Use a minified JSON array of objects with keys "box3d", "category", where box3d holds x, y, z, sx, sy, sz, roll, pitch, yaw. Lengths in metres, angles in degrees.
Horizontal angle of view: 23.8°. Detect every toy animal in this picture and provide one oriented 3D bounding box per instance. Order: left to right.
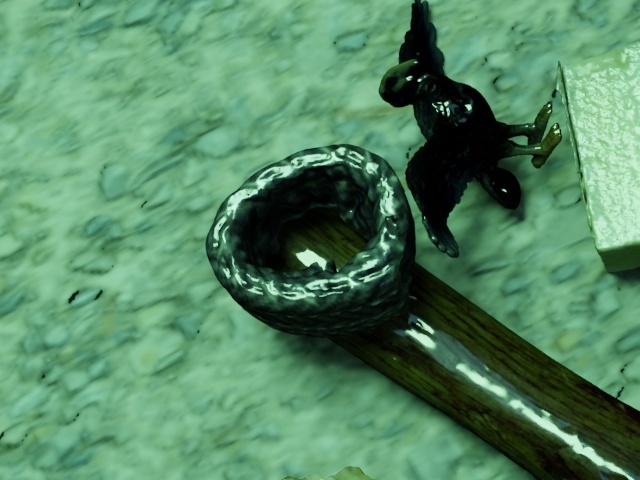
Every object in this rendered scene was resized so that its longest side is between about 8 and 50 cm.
[{"box3d":[0.077,-0.061,0.839,0.108,0.062,0.220,19,39,-19],"category":"toy animal"}]

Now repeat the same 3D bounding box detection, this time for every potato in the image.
[{"box3d":[0.172,-0.044,0.844,0.061,0.086,0.122,-12,74,15],"category":"potato"}]

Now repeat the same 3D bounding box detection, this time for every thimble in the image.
[{"box3d":[-0.002,-0.001,0.792,0.104,0.066,0.095,7,73,14],"category":"thimble"}]

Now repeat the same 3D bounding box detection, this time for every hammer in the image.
[{"box3d":[0.120,0.091,0.815,0.409,0.095,0.242,34,79,18],"category":"hammer"}]

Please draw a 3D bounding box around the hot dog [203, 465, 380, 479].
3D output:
[{"box3d":[-0.076,0.296,0.647,0.367,0.196,0.365,1,91,-25],"category":"hot dog"}]
